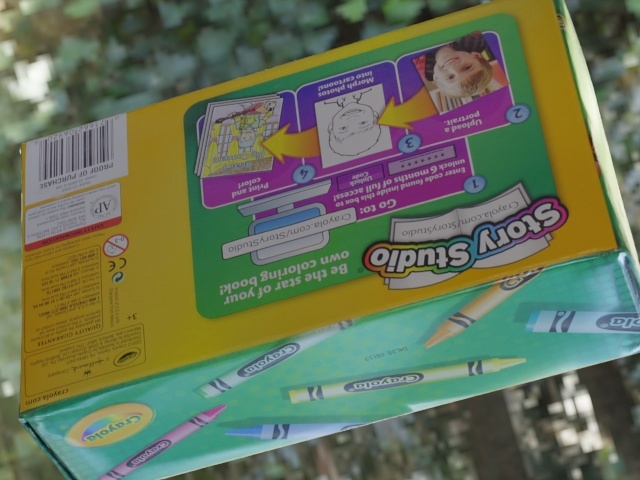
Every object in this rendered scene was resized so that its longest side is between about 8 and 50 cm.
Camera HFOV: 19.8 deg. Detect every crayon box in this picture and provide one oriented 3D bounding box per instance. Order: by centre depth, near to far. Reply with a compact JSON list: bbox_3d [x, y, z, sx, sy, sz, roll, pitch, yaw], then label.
[{"bbox_3d":[0.000,0.000,0.854,0.278,0.165,0.081,-16,140,10],"label":"crayon box"}]
